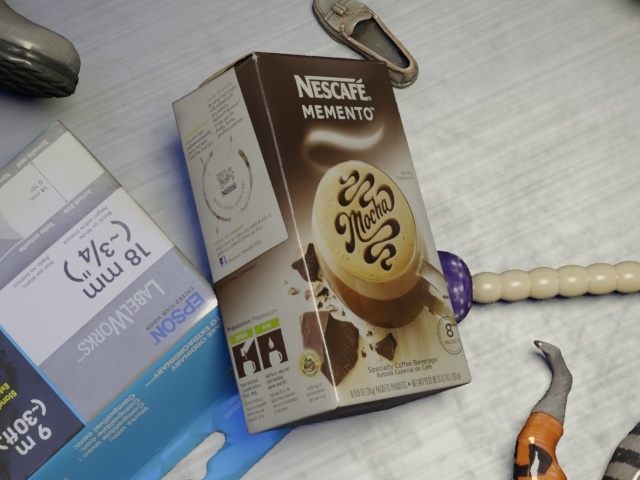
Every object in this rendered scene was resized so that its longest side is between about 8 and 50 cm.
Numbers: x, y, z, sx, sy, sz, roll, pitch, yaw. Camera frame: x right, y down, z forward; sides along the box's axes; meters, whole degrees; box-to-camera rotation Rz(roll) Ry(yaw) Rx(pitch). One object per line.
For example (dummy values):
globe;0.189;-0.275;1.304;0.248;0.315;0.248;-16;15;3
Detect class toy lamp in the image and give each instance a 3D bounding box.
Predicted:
toy lamp;0.241;0.034;1.255;0.274;0.080;0.080;-2;79;2

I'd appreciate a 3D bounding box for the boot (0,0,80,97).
boot;-0.322;-0.276;1.272;0.338;0.118;0.223;25;80;19

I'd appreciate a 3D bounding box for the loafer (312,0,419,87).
loafer;0.044;-0.195;1.319;0.125;0.039;0.045;43;83;8

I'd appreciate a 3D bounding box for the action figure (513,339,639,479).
action figure;0.256;0.280;1.161;0.341;0.178;0.330;17;84;29

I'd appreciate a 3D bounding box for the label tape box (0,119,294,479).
label tape box;-0.201;0.098;1.233;0.240;0.106;0.334;-42;81;-6

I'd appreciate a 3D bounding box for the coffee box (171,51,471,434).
coffee box;0.000;0.000;1.204;0.168;0.119;0.297;-4;76;-45
